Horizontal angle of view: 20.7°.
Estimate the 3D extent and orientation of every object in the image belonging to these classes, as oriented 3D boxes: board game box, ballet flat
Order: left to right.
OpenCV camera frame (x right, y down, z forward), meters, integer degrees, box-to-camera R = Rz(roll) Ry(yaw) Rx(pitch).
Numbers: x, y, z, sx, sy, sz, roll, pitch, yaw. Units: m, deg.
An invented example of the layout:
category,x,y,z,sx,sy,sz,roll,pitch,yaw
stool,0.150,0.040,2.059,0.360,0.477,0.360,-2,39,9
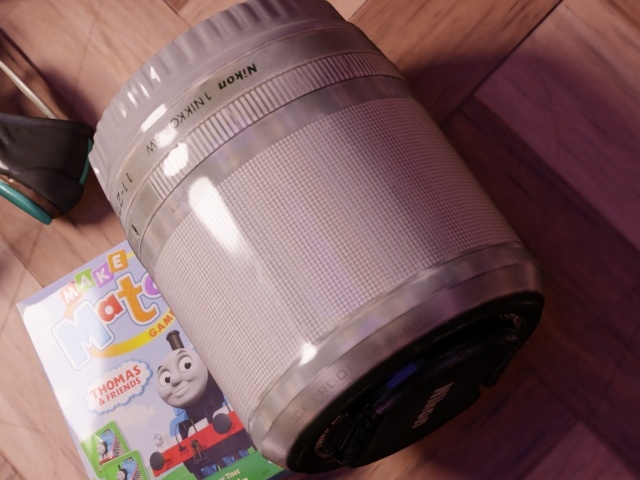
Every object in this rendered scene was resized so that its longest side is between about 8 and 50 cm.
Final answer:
category,x,y,z,sx,sy,sz,roll,pitch,yaw
ballet flat,-0.295,-0.109,1.364,0.280,0.095,0.096,27,79,11
board game box,-0.114,0.103,1.285,0.160,0.039,0.211,-30,71,12

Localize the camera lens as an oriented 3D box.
category,x,y,z,sx,sy,sz,roll,pitch,yaw
camera lens,0.000,0.000,1.169,0.219,0.219,0.274,-37,71,9
